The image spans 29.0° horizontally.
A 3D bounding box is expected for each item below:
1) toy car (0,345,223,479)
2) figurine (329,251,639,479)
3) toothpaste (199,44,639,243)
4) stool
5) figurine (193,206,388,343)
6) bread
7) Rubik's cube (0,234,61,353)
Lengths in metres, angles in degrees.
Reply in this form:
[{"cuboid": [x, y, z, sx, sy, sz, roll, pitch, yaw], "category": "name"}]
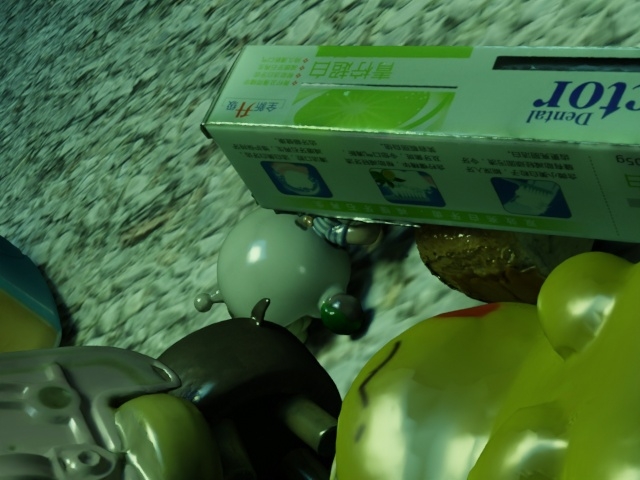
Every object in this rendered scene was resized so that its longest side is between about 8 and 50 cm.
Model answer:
[{"cuboid": [-0.142, 0.223, 0.572, 0.336, 0.242, 0.226, 47, 130, 45], "category": "toy car"}, {"cuboid": [0.111, 0.089, 0.494, 0.326, 0.169, 0.218, -18, 36, 56], "category": "figurine"}, {"cuboid": [0.101, -0.049, 0.628, 0.336, 0.081, 0.067, 6, 59, 32], "category": "toothpaste"}, {"cuboid": [-0.055, 0.143, 0.756, 0.121, 0.125, 0.217, 49, 123, 44], "category": "stool"}, {"cuboid": [0.000, 0.001, 0.881, 0.197, 0.093, 0.147, -37, 52, 16], "category": "figurine"}, {"cuboid": [0.107, -0.005, 0.711, 0.070, 0.083, 0.077, 6, 62, 53], "category": "bread"}, {"cuboid": [-0.515, 0.099, 1.314, 0.347, 0.352, 0.351, -54, 28, -2], "category": "Rubik's cube"}]
